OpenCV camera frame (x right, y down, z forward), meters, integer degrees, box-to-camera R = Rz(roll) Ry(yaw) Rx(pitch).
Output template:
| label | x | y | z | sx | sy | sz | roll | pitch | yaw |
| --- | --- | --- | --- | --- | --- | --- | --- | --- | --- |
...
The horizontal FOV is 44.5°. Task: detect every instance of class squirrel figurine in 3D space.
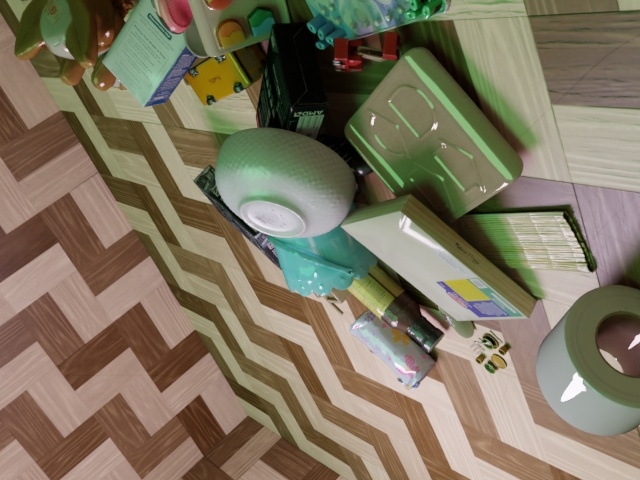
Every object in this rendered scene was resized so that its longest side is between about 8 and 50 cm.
| label | x | y | z | sx | sy | sz | roll | pitch | yaw |
| --- | --- | --- | --- | --- | --- | --- | --- | --- | --- |
| squirrel figurine | -0.604 | -0.612 | 2.196 | 0.281 | 0.397 | 0.370 | 4 | 176 | 28 |

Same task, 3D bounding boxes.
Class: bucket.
| label | x | y | z | sx | sy | sz | roll | pitch | yaw |
| --- | --- | --- | --- | --- | --- | --- | --- | --- | --- |
| bucket | 0.000 | 0.000 | 2.080 | 0.281 | 0.281 | 0.183 | 15 | 136 | 51 |

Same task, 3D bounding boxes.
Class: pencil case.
| label | x | y | z | sx | sy | sz | roll | pitch | yaw |
| --- | --- | --- | --- | --- | --- | --- | --- | --- | --- |
| pencil case | 0.213 | 0.319 | 2.333 | 0.273 | 0.113 | 0.124 | 45 | 133 | 14 |

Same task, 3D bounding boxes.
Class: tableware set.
| label | x | y | z | sx | sy | sz | roll | pitch | yaw |
| --- | --- | --- | --- | --- | --- | --- | --- | --- | --- |
| tableware set | 0.442 | 0.297 | 2.031 | 0.104 | 0.024 | 0.154 | 45 | 155 | 9 |

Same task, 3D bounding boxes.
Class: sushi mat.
| label | x | y | z | sx | sy | sz | roll | pitch | yaw |
| --- | --- | --- | --- | --- | --- | --- | --- | --- | --- |
| sushi mat | 0.425 | 0.003 | 1.655 | 0.316 | 0.019 | 0.151 | 0 | 125 | 59 |

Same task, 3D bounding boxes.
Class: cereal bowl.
| label | x | y | z | sx | sy | sz | roll | pitch | yaw |
| --- | --- | --- | --- | --- | --- | --- | --- | --- | --- |
| cereal bowl | -0.091 | -0.105 | 1.819 | 0.339 | 0.141 | 0.339 | 12 | 153 | 6 |

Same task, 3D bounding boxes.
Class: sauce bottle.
| label | x | y | z | sx | sy | sz | roll | pitch | yaw |
| --- | --- | --- | --- | --- | --- | --- | --- | --- | --- |
| sauce bottle | 0.191 | 0.171 | 2.167 | 0.344 | 0.111 | 0.111 | 43 | 155 | 18 |

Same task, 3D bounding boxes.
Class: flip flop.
| label | x | y | z | sx | sy | sz | roll | pitch | yaw |
| --- | --- | --- | --- | --- | --- | --- | --- | --- | --- |
| flip flop | -0.225 | -0.523 | 1.788 | 0.112 | 0.080 | 0.277 | 34 | 128 | -25 |

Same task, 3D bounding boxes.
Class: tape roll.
| label | x | y | z | sx | sy | sz | roll | pitch | yaw |
| --- | --- | --- | --- | --- | --- | --- | --- | --- | --- |
| tape roll | 0.553 | 0.229 | 1.488 | 0.246 | 0.246 | 0.169 | 41 | 154 | 18 |

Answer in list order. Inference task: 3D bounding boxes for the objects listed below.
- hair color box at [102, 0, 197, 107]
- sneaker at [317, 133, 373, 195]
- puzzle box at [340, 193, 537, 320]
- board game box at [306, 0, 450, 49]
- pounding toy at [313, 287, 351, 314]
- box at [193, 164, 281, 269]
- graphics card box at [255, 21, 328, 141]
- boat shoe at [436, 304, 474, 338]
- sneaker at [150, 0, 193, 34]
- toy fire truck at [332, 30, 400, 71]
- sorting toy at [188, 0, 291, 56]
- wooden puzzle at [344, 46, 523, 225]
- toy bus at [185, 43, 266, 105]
| label | x | y | z | sx | sy | sz | roll | pitch | yaw |
| --- | --- | --- | --- | --- | --- | --- | --- | --- | --- |
| hair color box | -0.384 | -0.520 | 1.959 | 0.174 | 0.105 | 0.347 | 47 | 120 | 6 |
| sneaker | 0.079 | -0.169 | 1.917 | 0.281 | 0.106 | 0.162 | 27 | 155 | 56 |
| puzzle box | 0.267 | 0.052 | 1.807 | 0.409 | 0.052 | 0.272 | 38 | 158 | -18 |
| board game box | 0.025 | -0.566 | 1.486 | 0.390 | 0.050 | 0.390 | 5 | 129 | 57 |
| pounding toy | 0.041 | 0.135 | 2.404 | 0.181 | 0.094 | 0.206 | 49 | 165 | -10 |
| box | -0.227 | -0.067 | 2.379 | 0.307 | 0.076 | 0.242 | 40 | 172 | 30 |
| graphics card box | -0.077 | -0.306 | 1.850 | 0.371 | 0.094 | 0.233 | 110 | 151 | -62 |
| boat shoe | 0.350 | 0.198 | 2.028 | 0.133 | 0.049 | 0.042 | 48 | -176 | -11 |
| sneaker | -0.282 | -0.610 | 1.720 | 0.136 | 0.116 | 0.314 | 18 | 102 | 32 |
| toy fire truck | 0.092 | -0.379 | 1.589 | 0.192 | 0.135 | 0.047 | -14 | -74 | -86 |
| sorting toy | -0.179 | -0.517 | 1.736 | 0.038 | 0.208 | 0.193 | -110 | 3 | -48 |
| wooden puzzle | 0.231 | -0.204 | 1.628 | 0.322 | 0.080 | 0.348 | 49 | 151 | 0 |
| toy bus | -0.240 | -0.435 | 2.014 | 0.108 | 0.130 | 0.332 | 59 | 154 | -15 |
